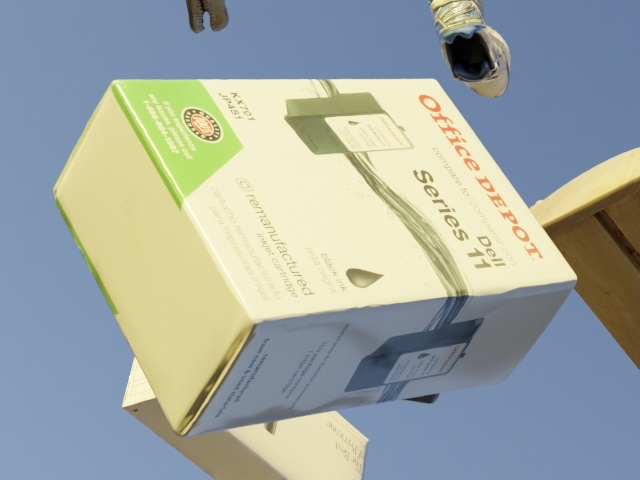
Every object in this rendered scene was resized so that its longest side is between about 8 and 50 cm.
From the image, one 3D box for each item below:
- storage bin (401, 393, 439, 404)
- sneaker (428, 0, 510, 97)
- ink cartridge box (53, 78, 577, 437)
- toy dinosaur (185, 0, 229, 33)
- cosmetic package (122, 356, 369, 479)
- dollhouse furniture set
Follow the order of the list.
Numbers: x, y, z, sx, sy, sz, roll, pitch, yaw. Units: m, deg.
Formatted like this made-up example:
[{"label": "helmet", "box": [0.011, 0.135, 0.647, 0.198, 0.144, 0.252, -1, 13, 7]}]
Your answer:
[{"label": "storage bin", "box": [0.037, 0.032, 1.005, 0.091, 0.135, 0.098, 12, -52, -3]}, {"label": "sneaker", "box": [0.117, -0.143, 1.316, 0.052, 0.058, 0.135, -17, -33, 16]}, {"label": "ink cartridge box", "box": [0.000, 0.000, 0.818, 0.153, 0.208, 0.087, 57, -47, 29]}, {"label": "toy dinosaur", "box": [-0.092, -0.144, 0.560, 0.053, 0.093, 0.183, -108, 173, -52]}, {"label": "cosmetic package", "box": [-0.053, 0.148, 1.342, 0.060, 0.099, 0.239, -17, -44, 33]}, {"label": "dollhouse furniture set", "box": [0.345, 0.025, 1.372, 0.356, 0.174, 0.303, -27, -71, 37]}]
